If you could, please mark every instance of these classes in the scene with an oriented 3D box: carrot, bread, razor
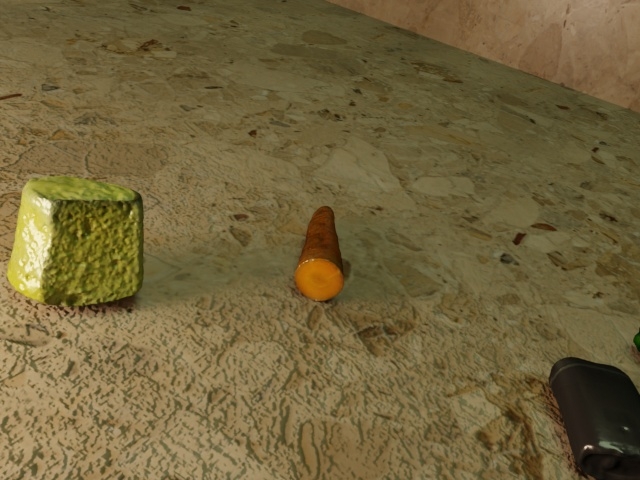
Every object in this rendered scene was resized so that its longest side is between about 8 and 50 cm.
[{"bbox_3d":[0.000,0.000,0.926,0.057,0.057,0.224,13,24,-5],"label":"carrot"},{"bbox_3d":[-0.241,-0.001,0.728,0.129,0.114,0.111,-4,26,-40],"label":"bread"},{"bbox_3d":[0.283,0.176,0.733,0.090,0.054,0.148,12,26,1],"label":"razor"}]

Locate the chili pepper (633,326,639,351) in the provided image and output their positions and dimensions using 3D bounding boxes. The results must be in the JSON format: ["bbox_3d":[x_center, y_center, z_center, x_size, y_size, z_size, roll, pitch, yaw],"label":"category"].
[{"bbox_3d":[0.451,0.164,0.843,0.108,0.062,0.216,7,27,-30],"label":"chili pepper"}]
